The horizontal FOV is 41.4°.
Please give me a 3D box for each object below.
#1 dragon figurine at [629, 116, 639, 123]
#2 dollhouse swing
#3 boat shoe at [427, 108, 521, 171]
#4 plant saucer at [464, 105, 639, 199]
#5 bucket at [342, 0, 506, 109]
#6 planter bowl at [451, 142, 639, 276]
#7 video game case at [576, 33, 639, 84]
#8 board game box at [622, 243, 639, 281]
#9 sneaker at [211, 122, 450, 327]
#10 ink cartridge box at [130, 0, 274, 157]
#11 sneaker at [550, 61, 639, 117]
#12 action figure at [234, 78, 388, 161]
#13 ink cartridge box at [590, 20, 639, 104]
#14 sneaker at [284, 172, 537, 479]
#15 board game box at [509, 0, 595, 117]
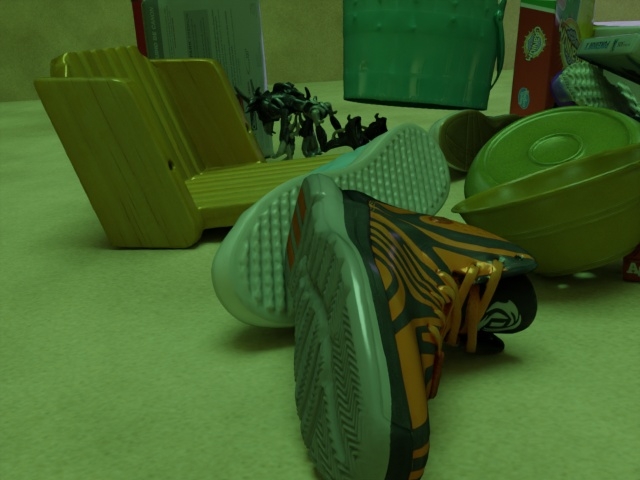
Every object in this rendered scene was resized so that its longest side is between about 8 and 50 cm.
[{"bbox_3d":[0.489,-0.141,1.235,0.144,0.085,0.289,-13,19,-30],"label":"dragon figurine"},{"bbox_3d":[-0.121,-0.163,1.140,0.305,0.315,0.347,-21,10,18],"label":"dollhouse swing"},{"bbox_3d":[0.233,-0.162,1.374,0.096,0.098,0.277,7,9,35],"label":"boat shoe"},{"bbox_3d":[0.290,-0.099,1.034,0.241,0.037,0.241,-16,35,12],"label":"plant saucer"},{"bbox_3d":[0.163,-0.311,1.387,0.281,0.183,0.281,5,8,-1],"label":"bucket"},{"bbox_3d":[0.243,-0.022,0.815,0.217,0.090,0.217,-18,5,2],"label":"planter bowl"},{"bbox_3d":[0.558,-0.216,1.228,0.329,0.036,0.300,24,12,-2],"label":"video game case"},{"bbox_3d":[0.419,-0.004,0.868,0.145,0.027,0.281,7,19,32],"label":"board game box"},{"bbox_3d":[0.000,0.000,0.847,0.150,0.135,0.366,-30,1,40],"label":"sneaker"},{"bbox_3d":[-0.232,-0.284,1.523,0.130,0.309,0.272,9,20,40],"label":"ink cartridge box"},{"bbox_3d":[0.421,-0.196,1.379,0.146,0.102,0.293,-32,-20,33],"label":"sneaker"},{"bbox_3d":[-0.029,-0.193,1.475,0.275,0.141,0.164,21,28,25],"label":"action figure"},{"bbox_3d":[0.576,-0.344,1.738,0.270,0.197,0.198,10,21,41],"label":"ink cartridge box"},{"bbox_3d":[0.077,0.050,0.584,0.180,0.125,0.321,11,29,-11],"label":"sneaker"},{"bbox_3d":[0.427,-0.364,1.532,0.064,0.316,0.242,7,4,32],"label":"board game box"}]
